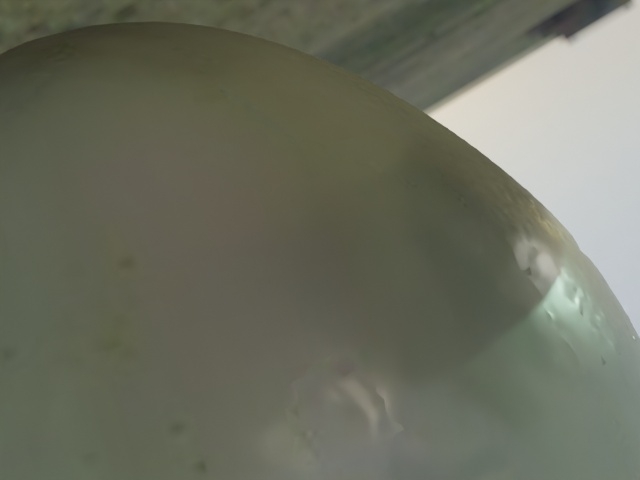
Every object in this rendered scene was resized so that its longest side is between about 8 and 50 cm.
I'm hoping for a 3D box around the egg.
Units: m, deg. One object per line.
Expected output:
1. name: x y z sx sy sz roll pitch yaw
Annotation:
1. egg: -0.024 0.079 0.702 0.283 0.345 0.283 -34 -166 9
